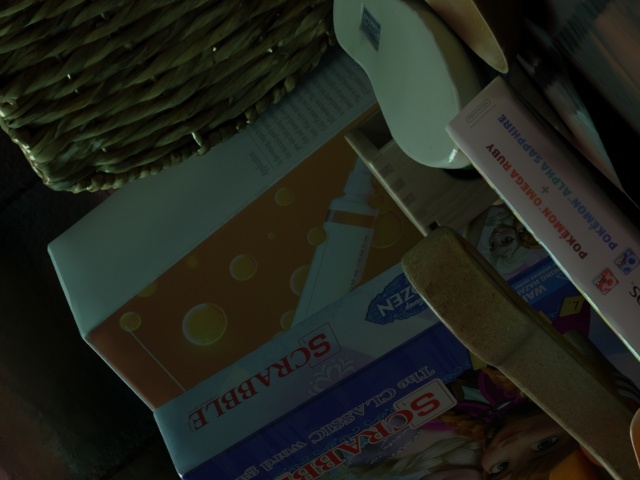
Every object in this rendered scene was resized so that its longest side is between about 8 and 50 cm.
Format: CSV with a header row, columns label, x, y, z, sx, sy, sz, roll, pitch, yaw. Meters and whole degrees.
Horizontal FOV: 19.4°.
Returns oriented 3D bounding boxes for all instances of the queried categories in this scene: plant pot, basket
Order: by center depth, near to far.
label,x,y,z,sx,sy,sz,roll,pitch,yaw
plant pot,0.031,-0.185,0.931,0.236,0.032,0.236,51,-178,-2
basket,-0.132,-0.199,1.411,0.213,0.299,0.223,57,177,-33

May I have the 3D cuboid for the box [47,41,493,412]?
label,x,y,z,sx,sy,sz,roll,pitch,yaw
box,0.000,0.000,1.431,0.215,0.345,0.168,50,-177,-29

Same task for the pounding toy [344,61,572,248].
label,x,y,z,sx,sy,sz,roll,pitch,yaw
pounding toy,0.089,-0.046,1.186,0.100,0.130,0.141,51,-178,-14

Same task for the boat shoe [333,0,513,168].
label,x,y,z,sx,sy,sz,roll,pitch,yaw
boat shoe,0.072,-0.113,1.096,0.227,0.081,0.079,-118,32,-56

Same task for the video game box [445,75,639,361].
label,x,y,z,sx,sy,sz,roll,pitch,yaw
video game box,0.170,0.020,0.996,0.187,0.048,0.205,50,-170,31

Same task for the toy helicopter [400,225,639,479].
label,x,y,z,sx,sy,sz,roll,pitch,yaw
toy helicopter,0.171,0.117,1.109,0.355,0.140,0.235,41,-166,-33

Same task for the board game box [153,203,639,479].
label,x,y,z,sx,sy,sz,roll,pitch,yaw
board game box,0.093,0.131,1.325,0.318,0.318,0.066,51,-171,-50
